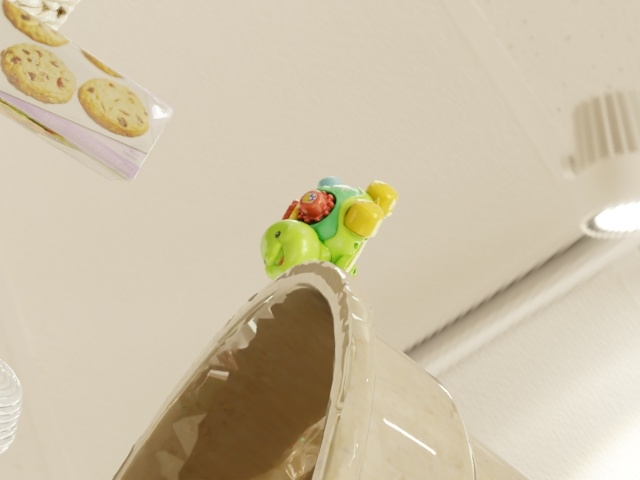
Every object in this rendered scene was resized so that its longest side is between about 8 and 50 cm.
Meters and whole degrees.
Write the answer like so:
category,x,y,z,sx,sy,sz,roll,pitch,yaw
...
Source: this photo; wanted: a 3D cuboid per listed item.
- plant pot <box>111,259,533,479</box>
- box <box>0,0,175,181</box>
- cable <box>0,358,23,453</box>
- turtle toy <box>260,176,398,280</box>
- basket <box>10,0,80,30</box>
category,x,y,z,sx,sy,sz,roll,pitch,yaw
plant pot,0.047,0.226,0.506,0.334,0.305,0.334,-55,-166,20
box,-0.255,-0.149,0.923,0.067,0.324,0.063,-61,-158,-11
cable,-0.416,0.137,1.316,0.257,0.257,0.089,25,-90,43
turtle toy,0.000,0.000,0.934,0.066,0.130,0.095,30,-68,6
basket,-0.346,-0.391,1.190,0.331,0.328,0.266,47,-67,23
